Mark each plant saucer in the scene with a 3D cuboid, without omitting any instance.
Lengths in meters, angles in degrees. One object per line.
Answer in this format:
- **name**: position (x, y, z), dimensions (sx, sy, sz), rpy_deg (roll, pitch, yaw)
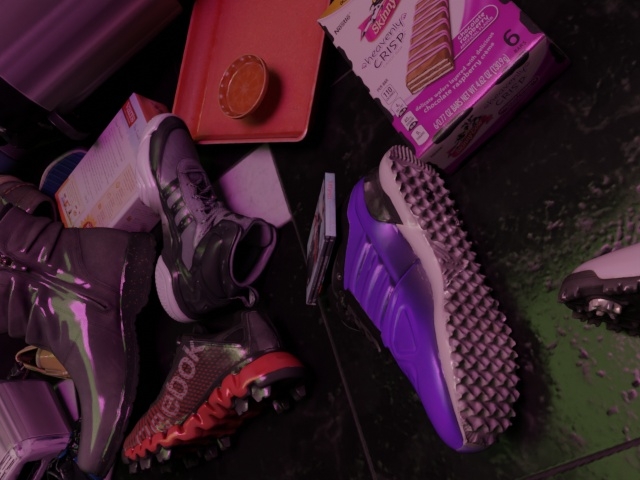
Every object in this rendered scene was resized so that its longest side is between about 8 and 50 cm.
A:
- **plant saucer**: position (-0.082, -0.245, 0.863), dimensions (0.259, 0.048, 0.258), rpy_deg (6, 83, 39)
- **plant saucer**: position (-0.095, -0.191, 0.821), dimensions (0.084, 0.013, 0.083), rpy_deg (-11, 72, 37)

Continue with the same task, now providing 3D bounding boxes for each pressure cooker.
- **pressure cooker**: position (-0.438, -0.357, 0.909), dimensions (0.420, 0.375, 0.370), rpy_deg (-42, 58, 1)

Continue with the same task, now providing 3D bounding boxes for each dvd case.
- **dvd case**: position (0.000, 0.000, 0.699), dimensions (0.119, 0.013, 0.087), rpy_deg (107, 167, -50)

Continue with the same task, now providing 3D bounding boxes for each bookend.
- **bookend**: position (-0.392, -0.228, 1.094), dimensions (0.157, 0.072, 0.156), rpy_deg (-4, 77, 38)

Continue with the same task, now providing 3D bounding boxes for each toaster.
- **toaster**: position (-0.452, 0.311, 0.981), dimensions (0.146, 0.129, 0.227), rpy_deg (41, 106, 33)

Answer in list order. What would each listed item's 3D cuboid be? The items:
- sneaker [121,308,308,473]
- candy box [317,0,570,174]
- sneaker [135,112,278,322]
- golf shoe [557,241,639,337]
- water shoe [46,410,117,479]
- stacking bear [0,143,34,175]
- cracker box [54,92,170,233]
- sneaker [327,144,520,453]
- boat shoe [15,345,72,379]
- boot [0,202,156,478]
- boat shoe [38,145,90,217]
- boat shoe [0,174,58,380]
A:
- **sneaker**: position (-0.139, 0.176, 0.776), dimensions (0.276, 0.098, 0.135), rpy_deg (-38, 58, 24)
- **candy box**: position (0.114, -0.206, 0.678), dimensions (0.159, 0.071, 0.233), rpy_deg (-45, 55, 23)
- **sneaker**: position (-0.135, -0.037, 0.815), dimensions (0.153, 0.101, 0.268), rpy_deg (-11, 86, 33)
- **golf shoe**: position (0.309, 0.001, 0.469), dimensions (0.273, 0.105, 0.120), rpy_deg (-15, 55, 30)
- **water shoe**: position (-0.331, 0.305, 0.912), dimensions (0.073, 0.080, 0.203), rpy_deg (-8, 75, 37)
- **stacking bear**: position (-0.635, -0.151, 1.156), dimensions (0.289, 0.164, 0.175), rpy_deg (-37, 67, 1)
- **cracker box**: position (-0.295, -0.080, 0.984), dimensions (0.232, 0.067, 0.155), rpy_deg (-43, 56, 25)
- **sneaker**: position (0.080, 0.066, 0.632), dimensions (0.146, 0.102, 0.293), rpy_deg (-36, 54, 36)
- **boat shoe**: position (-0.396, 0.180, 0.999), dimensions (0.190, 0.072, 0.068), rpy_deg (-14, 71, 36)
- **boot**: position (-0.349, 0.130, 0.865), dimensions (0.118, 0.223, 0.338), rpy_deg (141, 135, -62)
- **boat shoe**: position (-0.427, -0.103, 1.092), dimensions (0.183, 0.066, 0.066), rpy_deg (-38, 33, 30)
- **boat shoe**: position (-0.487, 0.079, 1.043), dimensions (0.130, 0.132, 0.355), rpy_deg (13, 106, 26)
